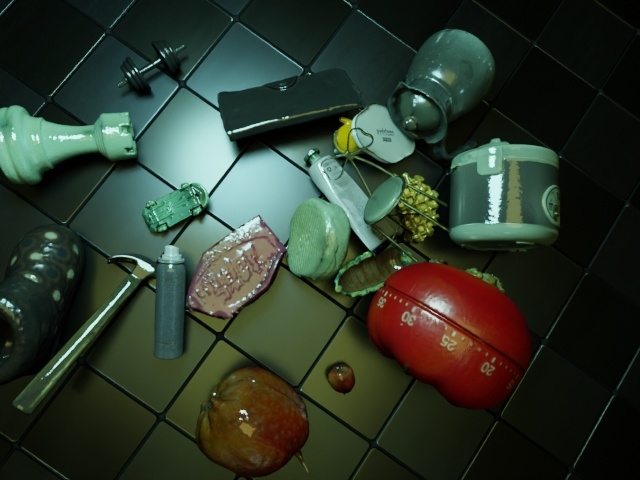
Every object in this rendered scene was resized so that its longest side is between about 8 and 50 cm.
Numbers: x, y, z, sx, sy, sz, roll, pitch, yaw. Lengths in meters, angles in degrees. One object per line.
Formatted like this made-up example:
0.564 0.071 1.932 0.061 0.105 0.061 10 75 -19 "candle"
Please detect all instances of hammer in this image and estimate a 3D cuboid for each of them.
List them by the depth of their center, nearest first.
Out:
-0.547 0.212 1.149 0.168 0.044 0.439 34 58 -4 "hammer"

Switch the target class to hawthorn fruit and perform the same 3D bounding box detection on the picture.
-0.161 0.431 1.148 0.262 0.258 0.257 7 82 -24 "hawthorn fruit"
0.057 0.363 1.258 0.077 0.077 0.077 1 83 -6 "hawthorn fruit"

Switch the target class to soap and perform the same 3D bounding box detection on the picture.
-0.222 0.087 1.244 0.289 0.112 0.182 -37 85 -8 "soap"

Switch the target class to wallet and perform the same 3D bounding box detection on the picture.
-0.084 -0.377 1.298 0.378 0.051 0.197 -15 52 -6 "wallet"

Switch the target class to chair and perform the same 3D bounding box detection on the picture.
0.158 -0.107 1.200 0.326 0.170 0.160 35 123 -18 "chair"

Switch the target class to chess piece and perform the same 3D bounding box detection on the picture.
-0.630 -0.250 1.212 0.300 0.194 0.194 -9 84 -15 "chess piece"

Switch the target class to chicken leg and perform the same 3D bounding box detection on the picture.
0.395 0.107 1.308 0.228 0.103 0.088 25 97 1 "chicken leg"

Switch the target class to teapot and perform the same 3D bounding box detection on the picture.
0.311 -0.369 1.307 0.224 0.305 0.285 29 67 28 "teapot"

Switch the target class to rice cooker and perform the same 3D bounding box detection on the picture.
0.481 -0.114 1.260 0.289 0.288 0.276 5 82 -5 "rice cooker"

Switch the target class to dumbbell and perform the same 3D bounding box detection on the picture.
-0.454 -0.470 1.289 0.209 0.099 0.099 -35 88 -8 "dumbbell"

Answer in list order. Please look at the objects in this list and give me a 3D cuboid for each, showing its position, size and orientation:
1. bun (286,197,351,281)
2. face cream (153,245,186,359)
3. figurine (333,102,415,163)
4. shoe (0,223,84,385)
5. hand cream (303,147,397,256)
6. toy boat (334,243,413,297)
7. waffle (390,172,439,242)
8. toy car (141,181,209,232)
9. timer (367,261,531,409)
0.001 -0.003 1.246 0.109 0.221 0.221 10 81 -35 "bun"
-0.377 0.155 1.204 0.073 0.073 0.283 3 98 -5 "face cream"
0.136 -0.274 1.341 0.250 0.141 0.166 6 73 -41 "figurine"
-0.693 0.139 1.121 0.172 0.237 0.383 14 84 -7 "shoe"
0.076 -0.110 1.295 0.121 0.076 0.336 -32 78 -39 "hand cream"
0.118 0.087 1.244 0.293 0.099 0.108 -20 88 -39 "toy boat"
0.256 -0.090 1.344 0.161 0.046 0.191 14 84 -7 "waffle"
-0.379 -0.086 1.273 0.186 0.058 0.093 -27 87 4 "toy car"
0.303 0.215 1.145 0.378 0.378 0.279 31 88 -2 "timer"
